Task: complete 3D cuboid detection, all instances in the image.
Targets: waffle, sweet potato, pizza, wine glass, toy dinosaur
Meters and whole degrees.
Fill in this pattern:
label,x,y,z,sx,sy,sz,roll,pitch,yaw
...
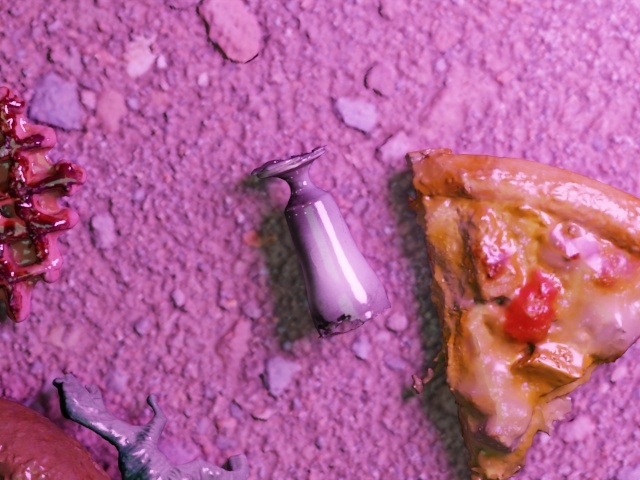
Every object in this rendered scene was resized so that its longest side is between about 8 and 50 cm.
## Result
label,x,y,z,sx,sy,sz,roll,pitch,yaw
waffle,-0.318,-0.029,1.671,0.221,0.055,0.234,29,104,-4
sweet potato,-0.273,0.182,1.633,0.385,0.109,0.109,37,99,14
pizza,0.185,0.079,1.654,0.280,0.075,0.287,11,99,2
wine glass,0.000,0.000,1.654,0.072,0.072,0.155,-22,97,6
toy dinosaur,-0.090,0.256,1.671,0.383,0.129,0.076,53,137,15
